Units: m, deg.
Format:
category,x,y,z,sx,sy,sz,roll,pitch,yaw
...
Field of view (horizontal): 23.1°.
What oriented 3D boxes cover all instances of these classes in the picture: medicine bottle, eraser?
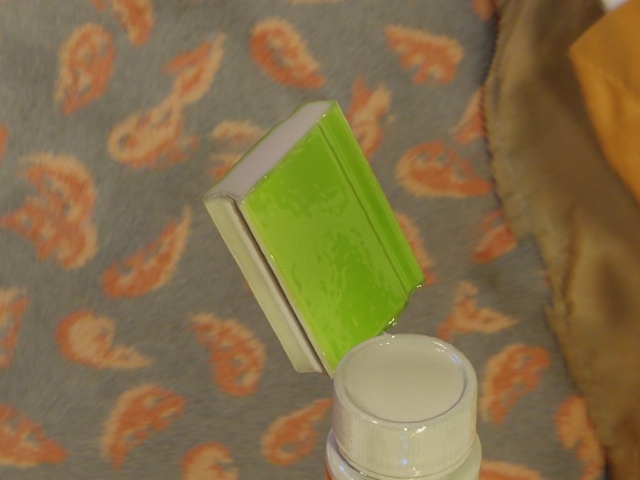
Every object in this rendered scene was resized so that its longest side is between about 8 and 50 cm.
category,x,y,z,sx,sy,sz,roll,pitch,yaw
medicine bottle,0.074,0.215,1.407,0.144,0.252,0.144,2,37,-2
eraser,0.000,0.000,1.890,0.210,0.092,0.274,-47,121,-31
